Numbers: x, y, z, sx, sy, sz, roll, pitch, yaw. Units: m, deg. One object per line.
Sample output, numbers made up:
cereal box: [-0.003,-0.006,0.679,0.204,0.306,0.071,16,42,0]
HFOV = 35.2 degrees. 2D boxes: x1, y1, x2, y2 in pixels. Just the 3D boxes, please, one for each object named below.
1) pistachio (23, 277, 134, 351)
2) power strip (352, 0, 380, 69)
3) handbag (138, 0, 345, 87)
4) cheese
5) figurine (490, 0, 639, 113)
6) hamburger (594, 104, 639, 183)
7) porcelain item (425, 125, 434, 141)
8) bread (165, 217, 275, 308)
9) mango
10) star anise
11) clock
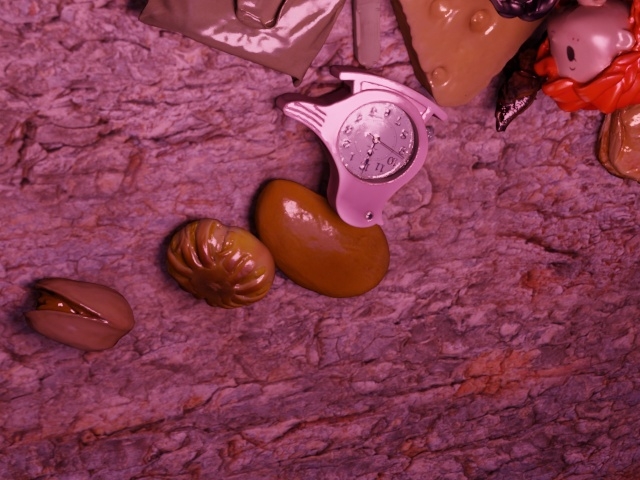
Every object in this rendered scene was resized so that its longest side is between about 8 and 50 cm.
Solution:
pistachio: [-0.455,0.139,1.912,0.206,0.131,0.129,20,73,-34]
power strip: [0.082,-0.392,1.793,0.048,0.030,0.191,-13,130,-12]
handbag: [-0.105,-0.408,1.648,0.316,0.109,0.253,19,118,-29]
cheese: [0.240,-0.450,1.768,0.384,0.104,0.383,-13,131,-15]
figurine: [0.427,-0.406,1.642,0.412,0.241,0.306,42,80,-30]
hamburger: [0.651,-0.242,2.114,0.131,0.124,0.262,7,120,-6]
porcelain item: [0.193,-0.197,1.999,0.083,0.028,0.036,-37,148,5]
bread: [-0.196,0.055,1.939,0.213,0.104,0.213,5,137,5]
mango: [-0.003,0.007,2.007,0.332,0.142,0.195,25,111,-28]
star anise: [0.391,-0.334,1.912,0.272,0.102,0.272,-50,168,-15]
clock: [0.049,-0.182,1.854,0.290,0.080,0.275,23,102,-17]
